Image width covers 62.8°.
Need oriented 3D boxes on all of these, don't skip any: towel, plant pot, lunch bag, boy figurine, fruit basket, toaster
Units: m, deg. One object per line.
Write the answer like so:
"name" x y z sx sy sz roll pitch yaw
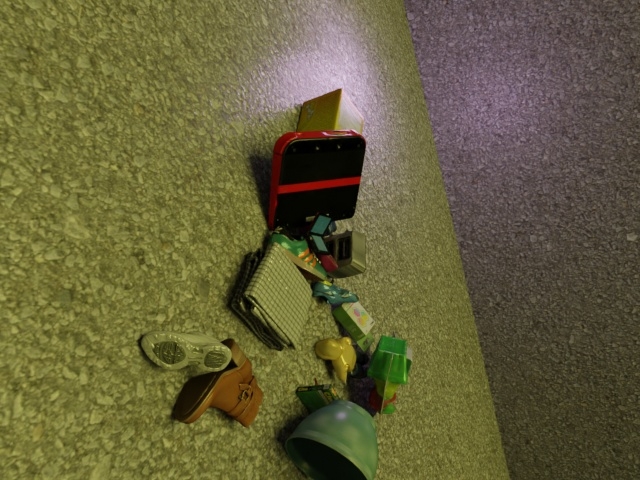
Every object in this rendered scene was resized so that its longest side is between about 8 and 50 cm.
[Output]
"towel" -0.154 0.183 1.665 0.283 0.121 0.235 55 40 -36
"plant pot" 0.063 0.634 1.656 0.196 0.293 0.293 -52 124 -40
"lunch bag" 0.015 -0.067 2.066 0.065 0.067 0.098 -37 110 -57
"boy figurine" 0.083 0.447 1.978 0.285 0.092 0.177 37 50 -46
"fruit basket" 0.271 0.573 2.078 0.327 0.165 0.353 -34 127 -77
"toaster" 0.084 0.060 2.043 0.110 0.168 0.185 31 53 -47

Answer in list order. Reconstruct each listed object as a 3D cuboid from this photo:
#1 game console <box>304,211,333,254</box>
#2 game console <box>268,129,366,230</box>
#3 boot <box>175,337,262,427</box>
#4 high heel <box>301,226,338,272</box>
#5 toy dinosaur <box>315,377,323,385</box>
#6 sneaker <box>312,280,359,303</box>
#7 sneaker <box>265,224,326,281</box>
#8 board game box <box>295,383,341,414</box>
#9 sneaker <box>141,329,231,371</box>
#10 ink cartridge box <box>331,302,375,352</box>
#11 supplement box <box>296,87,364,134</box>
"game console" 0.012 -0.021 1.868 0.124 0.085 0.144 64 19 15
"game console" -0.008 -0.216 1.854 0.387 0.060 0.342 -11 122 -36
"boot" -0.263 0.437 1.430 0.283 0.109 0.220 -65 137 -55
"high heel" 0.000 0.000 1.970 0.082 0.117 0.244 12 70 -56
"toy dinosaur" -0.012 0.550 1.858 0.090 0.047 0.082 41 46 3
"sneaker" 0.055 0.215 2.006 0.209 0.069 0.082 25 75 -31
"sneaker" -0.066 0.050 1.843 0.302 0.108 0.121 38 61 -45
"board game box" 0.031 0.594 1.799 0.259 0.136 0.030 62 33 -25
"sneaker" -0.352 0.275 1.350 0.232 0.115 0.090 22 94 -31
"ink cartridge box" 0.150 0.327 2.081 0.209 0.062 0.109 51 33 1
"supplement box" 0.031 -0.389 2.081 0.194 0.195 0.356 43 46 -44
